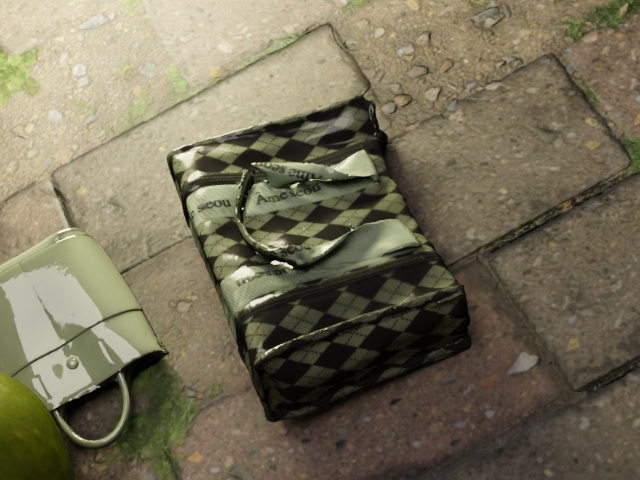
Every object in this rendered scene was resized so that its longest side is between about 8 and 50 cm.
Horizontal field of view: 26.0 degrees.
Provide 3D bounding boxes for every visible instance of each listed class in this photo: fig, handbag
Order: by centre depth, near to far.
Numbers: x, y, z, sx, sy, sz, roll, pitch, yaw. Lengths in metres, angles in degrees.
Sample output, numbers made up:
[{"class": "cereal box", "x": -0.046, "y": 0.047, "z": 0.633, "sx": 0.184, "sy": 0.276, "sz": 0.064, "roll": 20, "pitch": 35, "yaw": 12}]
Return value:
[{"class": "fig", "x": -0.441, "y": 0.323, "z": 1.727, "sx": 0.316, "sy": 0.316, "sz": 0.316, "roll": -8, "pitch": 58, "yaw": 13}, {"class": "handbag", "x": 0.000, "y": 0.000, "z": 1.853, "sx": 0.316, "sy": 0.180, "sz": 0.416, "roll": -22, "pitch": 50, "yaw": -6}, {"class": "handbag", "x": -0.347, "y": 0.155, "z": 1.928, "sx": 0.241, "sy": 0.109, "sz": 0.315, "roll": -31, "pitch": 69, "yaw": -1}]
